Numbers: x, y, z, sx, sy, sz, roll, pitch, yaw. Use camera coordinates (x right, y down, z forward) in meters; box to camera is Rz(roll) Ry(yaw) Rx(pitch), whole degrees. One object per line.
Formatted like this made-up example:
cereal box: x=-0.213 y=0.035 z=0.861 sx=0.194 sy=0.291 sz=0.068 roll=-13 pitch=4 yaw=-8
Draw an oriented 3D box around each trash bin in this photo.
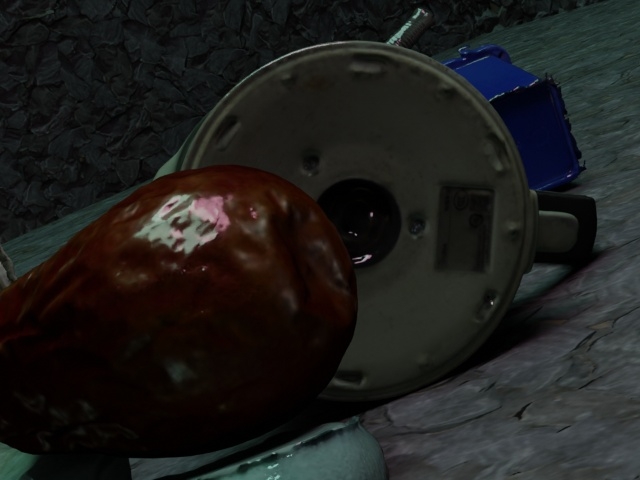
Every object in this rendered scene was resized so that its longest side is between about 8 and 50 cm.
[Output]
trash bin: x=0.169 y=-0.112 z=1.634 sx=0.184 sy=0.162 sz=0.234 roll=-22 pitch=15 yaw=-9

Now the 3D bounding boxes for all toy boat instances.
toy boat: x=-0.029 y=0.151 z=0.828 sx=0.134 sy=0.079 sz=0.207 roll=-15 pitch=-4 yaw=-19

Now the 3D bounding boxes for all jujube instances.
jujube: x=-0.104 y=0.053 z=0.934 sx=0.255 sy=0.190 sz=0.190 roll=-15 pitch=11 yaw=24

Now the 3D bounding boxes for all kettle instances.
kettle: x=0.049 y=-0.025 z=1.224 sx=0.361 sy=0.250 sz=0.376 roll=-1 pitch=4 yaw=-9

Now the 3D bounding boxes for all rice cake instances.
rice cake: x=-0.213 y=0.176 z=1.047 sx=0.206 sy=0.063 sz=0.069 roll=-13 pitch=18 yaw=45

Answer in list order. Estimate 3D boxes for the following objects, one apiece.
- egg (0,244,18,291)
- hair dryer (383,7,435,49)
egg: x=-0.317 y=0.078 z=1.236 sx=0.174 sy=0.264 sz=0.286 roll=-27 pitch=11 yaw=-9
hair dryer: x=0.026 y=-0.154 z=1.951 sx=0.361 sy=0.121 sz=0.301 roll=-47 pitch=-3 yaw=8
